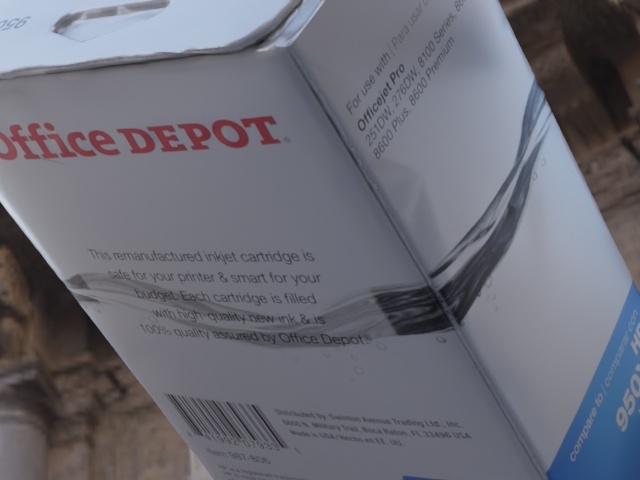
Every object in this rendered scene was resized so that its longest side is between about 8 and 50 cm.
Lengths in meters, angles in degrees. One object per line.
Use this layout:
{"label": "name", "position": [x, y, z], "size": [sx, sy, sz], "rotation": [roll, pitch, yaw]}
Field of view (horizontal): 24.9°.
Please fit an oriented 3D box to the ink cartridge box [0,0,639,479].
{"label": "ink cartridge box", "position": [0.000, 0.000, 0.857], "size": [0.285, 0.166, 0.395], "rotation": [0, -46, 40]}
